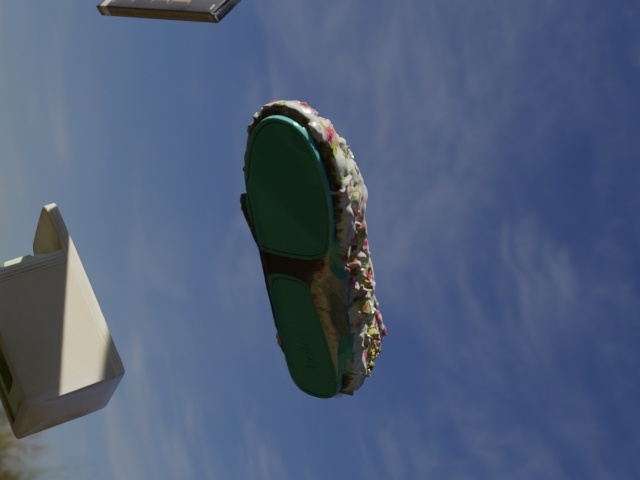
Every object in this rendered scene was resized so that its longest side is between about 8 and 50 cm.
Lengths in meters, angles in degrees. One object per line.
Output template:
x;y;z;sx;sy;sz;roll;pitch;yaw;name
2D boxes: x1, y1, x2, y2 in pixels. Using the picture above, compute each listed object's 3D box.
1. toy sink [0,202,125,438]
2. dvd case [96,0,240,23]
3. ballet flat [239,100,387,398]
-0.348;0.098;1.487;0.234;0.131;0.153;66;-26;14;toy sink
-0.131;-0.300;1.356;0.221;0.164;0.018;14;-35;47;dvd case
0.000;0.000;0.828;0.091;0.077;0.241;18;-48;28;ballet flat
